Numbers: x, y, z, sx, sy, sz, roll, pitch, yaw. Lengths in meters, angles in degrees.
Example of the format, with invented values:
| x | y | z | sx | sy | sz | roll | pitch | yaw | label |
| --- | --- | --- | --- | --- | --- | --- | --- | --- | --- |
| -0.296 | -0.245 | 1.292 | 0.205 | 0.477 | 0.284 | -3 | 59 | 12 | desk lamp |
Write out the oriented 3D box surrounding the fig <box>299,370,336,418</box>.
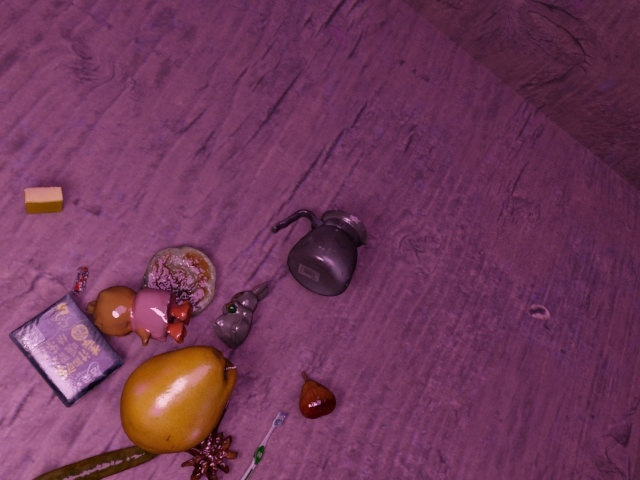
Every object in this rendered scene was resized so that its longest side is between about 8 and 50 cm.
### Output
| x | y | z | sx | sy | sz | roll | pitch | yaw | label |
| --- | --- | --- | --- | --- | --- | --- | --- | --- | --- |
| -0.029 | 0.509 | 1.838 | 0.119 | 0.153 | 0.119 | -25 | 128 | -36 | fig |

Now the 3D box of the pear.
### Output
| x | y | z | sx | sy | sz | roll | pitch | yaw | label |
| --- | --- | --- | --- | --- | --- | --- | --- | --- | --- |
| -0.384 | 0.429 | 1.554 | 0.285 | 0.336 | 0.285 | 28 | 44 | -31 | pear |

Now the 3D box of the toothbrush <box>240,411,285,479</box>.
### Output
| x | y | z | sx | sy | sz | roll | pitch | yaw | label |
| --- | --- | --- | --- | --- | --- | --- | --- | --- | --- |
| -0.195 | 0.662 | 1.745 | 0.030 | 0.030 | 0.304 | 39 | 66 | -11 | toothbrush |

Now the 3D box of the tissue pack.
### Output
| x | y | z | sx | sy | sz | roll | pitch | yaw | label |
| --- | --- | --- | --- | --- | --- | --- | --- | --- | --- |
| -0.697 | 0.303 | 1.577 | 0.185 | 0.081 | 0.257 | -39 | 93 | -27 | tissue pack |

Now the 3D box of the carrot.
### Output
| x | y | z | sx | sy | sz | roll | pitch | yaw | label |
| --- | --- | --- | --- | --- | --- | --- | --- | --- | --- |
| -0.596 | 0.615 | 1.543 | 0.358 | 0.074 | 0.074 | -13 | 81 | -29 | carrot |

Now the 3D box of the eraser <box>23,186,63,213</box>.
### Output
| x | y | z | sx | sy | sz | roll | pitch | yaw | label |
| --- | --- | --- | --- | --- | --- | --- | --- | --- | --- |
| -0.790 | -0.114 | 1.629 | 0.097 | 0.122 | 0.045 | -7 | 80 | -26 | eraser |

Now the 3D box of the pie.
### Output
| x | y | z | sx | sy | sz | roll | pitch | yaw | label |
| --- | --- | --- | --- | --- | --- | --- | --- | --- | --- |
| -0.432 | 0.128 | 1.768 | 0.240 | 0.054 | 0.241 | 6 | 73 | -21 | pie |

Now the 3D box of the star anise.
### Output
| x | y | z | sx | sy | sz | roll | pitch | yaw | label |
| --- | --- | --- | --- | --- | --- | --- | --- | --- | --- |
| -0.329 | 0.592 | 1.676 | 0.177 | 0.073 | 0.234 | -1 | 68 | -34 | star anise |

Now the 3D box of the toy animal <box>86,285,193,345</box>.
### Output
| x | y | z | sx | sy | sz | roll | pitch | yaw | label |
| --- | --- | --- | --- | --- | --- | --- | --- | --- | --- |
| -0.520 | 0.208 | 1.616 | 0.281 | 0.169 | 0.195 | 1 | 38 | 4 | toy animal |

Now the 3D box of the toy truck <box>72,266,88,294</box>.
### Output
| x | y | z | sx | sy | sz | roll | pitch | yaw | label |
| --- | --- | --- | --- | --- | --- | --- | --- | --- | --- |
| -0.699 | 0.118 | 1.661 | 0.032 | 0.024 | 0.083 | 4 | 71 | -1 | toy truck |

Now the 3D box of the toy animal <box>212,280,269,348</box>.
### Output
| x | y | z | sx | sy | sz | roll | pitch | yaw | label |
| --- | --- | --- | --- | --- | --- | --- | --- | --- | --- |
| -0.251 | 0.225 | 1.813 | 0.108 | 0.138 | 0.236 | 8 | 39 | 17 | toy animal |

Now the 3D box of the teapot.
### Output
| x | y | z | sx | sy | sz | roll | pitch | yaw | label |
| --- | --- | --- | --- | --- | --- | --- | --- | --- | --- |
| 0.011 | 0.017 | 1.959 | 0.285 | 0.305 | 0.223 | -55 | 138 | -34 | teapot |
